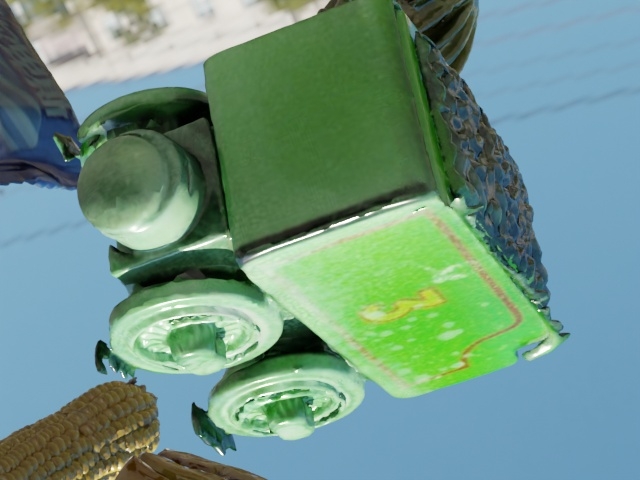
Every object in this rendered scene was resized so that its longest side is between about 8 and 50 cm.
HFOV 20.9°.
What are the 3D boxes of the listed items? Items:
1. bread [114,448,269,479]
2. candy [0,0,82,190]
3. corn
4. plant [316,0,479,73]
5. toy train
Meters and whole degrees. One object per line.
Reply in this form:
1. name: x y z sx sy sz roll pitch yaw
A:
1. bread: -0.011 0.296 1.075 0.314 0.370 0.191 19 -149 15
2. candy: -0.356 -0.188 1.805 0.077 0.331 0.187 -41 161 25
3. corn: -0.265 0.222 1.643 0.101 0.101 0.292 -5 -163 38
4. plant: 0.168 -0.257 1.864 0.333 0.180 0.251 -24 165 -12
5. toy train: 0.000 0.000 0.797 0.188 0.243 0.132 -18 -117 15
